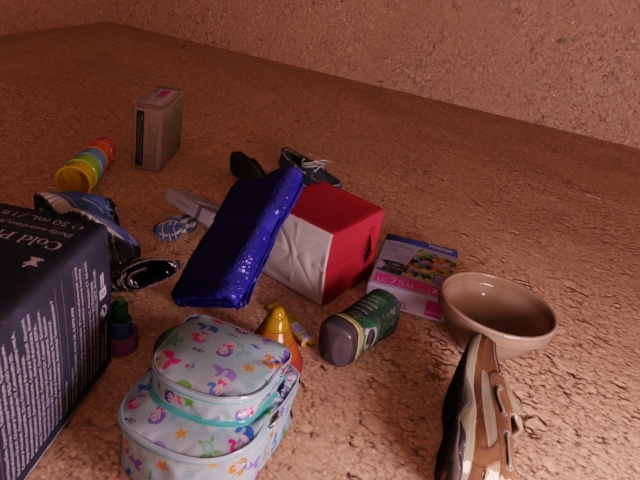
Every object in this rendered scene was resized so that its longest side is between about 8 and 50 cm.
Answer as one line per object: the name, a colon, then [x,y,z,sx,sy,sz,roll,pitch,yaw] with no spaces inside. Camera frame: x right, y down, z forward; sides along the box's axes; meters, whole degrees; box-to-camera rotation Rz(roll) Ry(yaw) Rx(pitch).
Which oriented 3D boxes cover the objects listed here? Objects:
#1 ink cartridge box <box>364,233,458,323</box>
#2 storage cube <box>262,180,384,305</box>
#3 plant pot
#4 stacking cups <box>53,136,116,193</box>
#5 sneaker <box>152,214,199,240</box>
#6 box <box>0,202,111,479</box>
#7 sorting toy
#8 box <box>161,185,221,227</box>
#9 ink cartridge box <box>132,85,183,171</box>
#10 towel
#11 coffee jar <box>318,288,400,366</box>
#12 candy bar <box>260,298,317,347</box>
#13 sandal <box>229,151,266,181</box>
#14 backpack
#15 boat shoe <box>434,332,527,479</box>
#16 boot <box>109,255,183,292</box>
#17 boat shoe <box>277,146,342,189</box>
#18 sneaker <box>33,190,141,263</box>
ink cartridge box: [0.224,0.070,1.475,0.185,0.065,0.311,15,26,9]
storage cube: [0.000,0.000,1.402,0.214,0.184,0.193,27,33,29]
plant pot: [0.345,0.169,1.261,0.237,0.110,0.237,10,26,-5]
stacking cups: [-0.624,-0.212,1.711,0.095,0.096,0.316,8,26,-3]
sneaker: [-0.359,-0.035,1.507,0.058,0.052,0.135,20,19,28]
box: [-0.600,0.153,0.812,0.479,0.298,0.472,11,29,4]
sorting toy: [-0.205,0.155,1.106,0.365,0.126,0.127,8,28,-4]
box: [-0.280,-0.072,1.545,0.186,0.038,0.145,30,8,32]
ink cartridge box: [-0.489,-0.342,1.886,0.088,0.193,0.235,10,27,0]
towel: [-0.159,0.001,1.241,0.227,0.076,0.308,-8,48,50]
coffee jar: [0.074,0.167,1.200,0.079,0.096,0.184,24,30,32]
candy bar: [-0.064,0.162,1.251,0.040,0.018,0.161,-15,36,-33]
sandal: [-0.199,-0.201,1.813,0.054,0.097,0.254,-5,31,-26]
backpack: [-0.162,0.242,0.903,0.225,0.191,0.253,18,34,15]
boat shoe: [0.269,0.289,1.025,0.119,0.123,0.324,19,37,7]
boot: [-0.414,0.072,1.136,0.228,0.091,0.263,-4,12,41]
boat shoe: [-0.031,-0.216,1.912,0.095,0.079,0.254,-16,37,-40]
sneaker: [-0.496,-0.043,1.388,0.330,0.130,0.147,28,35,32]
